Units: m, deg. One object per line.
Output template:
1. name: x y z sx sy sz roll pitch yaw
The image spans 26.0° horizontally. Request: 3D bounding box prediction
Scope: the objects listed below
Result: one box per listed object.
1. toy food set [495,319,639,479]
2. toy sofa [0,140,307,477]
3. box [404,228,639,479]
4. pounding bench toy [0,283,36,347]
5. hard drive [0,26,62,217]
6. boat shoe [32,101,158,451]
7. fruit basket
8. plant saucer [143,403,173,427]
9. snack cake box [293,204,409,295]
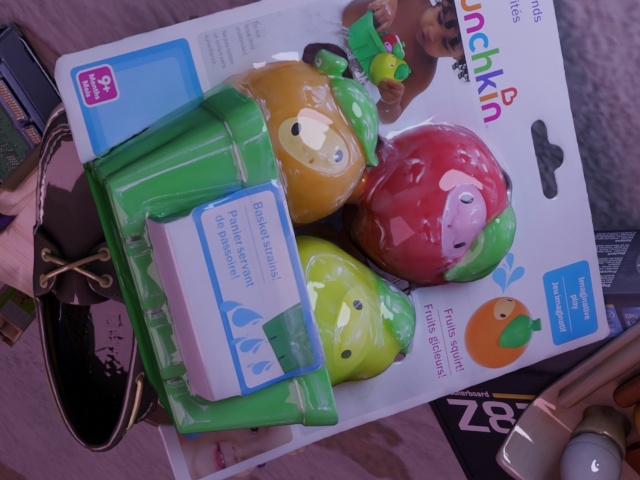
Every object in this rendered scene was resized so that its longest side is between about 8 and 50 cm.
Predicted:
1. toy food set: 0.299 0.165 1.044 0.220 0.092 0.306 37 141 -4
2. toy sofa: -0.124 0.034 1.277 0.362 0.150 0.177 41 119 -11
3. box: 0.282 0.134 1.174 0.395 0.097 0.318 -1 128 36
4. pounding bench toy: -0.372 0.096 1.625 0.052 0.083 0.065 39 142 -7
5. hard drive: -0.380 -0.093 1.437 0.339 0.064 0.237 -3 130 39
6. boat shoe: -0.186 0.035 1.151 0.109 0.091 0.305 3 118 10
7. fruit basket: 0.028 -0.016 0.963 0.165 0.353 0.327 -126 22 -69
8. plant saucer: -0.190 0.116 1.550 0.278 0.041 0.278 21 142 17
9. snack cake box: 0.000 0.000 1.111 0.264 0.089 0.152 -27 124 -1
